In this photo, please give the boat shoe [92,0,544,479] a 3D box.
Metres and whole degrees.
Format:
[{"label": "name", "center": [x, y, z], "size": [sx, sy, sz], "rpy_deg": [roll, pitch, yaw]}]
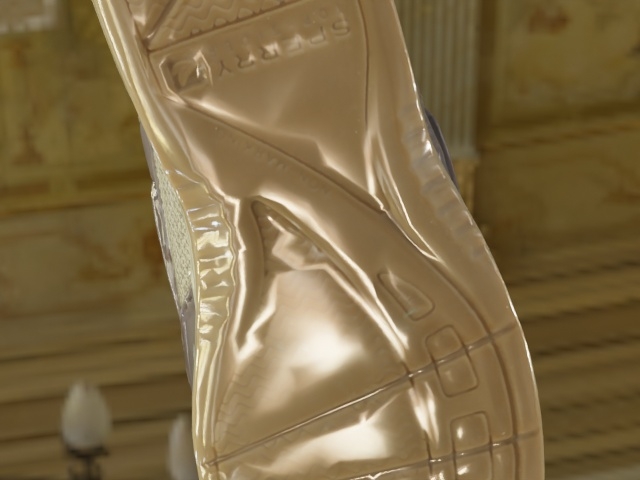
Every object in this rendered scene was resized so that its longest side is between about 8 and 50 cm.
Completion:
[{"label": "boat shoe", "center": [0.000, 0.000, 0.585], "size": [0.103, 0.285, 0.092], "rpy_deg": [-16, -166, 6]}]
